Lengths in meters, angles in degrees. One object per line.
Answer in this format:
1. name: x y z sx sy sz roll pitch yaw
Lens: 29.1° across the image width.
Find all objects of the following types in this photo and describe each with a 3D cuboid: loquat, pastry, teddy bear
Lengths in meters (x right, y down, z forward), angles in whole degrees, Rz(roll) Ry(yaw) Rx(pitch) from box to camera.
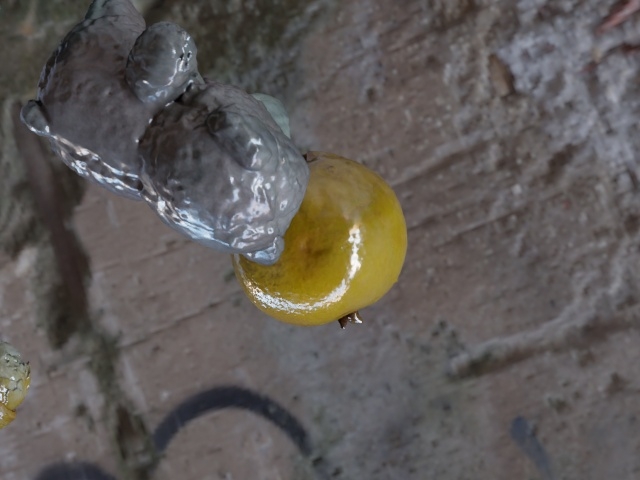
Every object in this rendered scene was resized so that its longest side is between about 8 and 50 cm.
1. loquat: 0.000 0.000 1.433 0.208 0.208 0.208 -19 167 -5
2. pastry: -0.436 0.185 1.540 0.153 0.153 0.081 -20 137 0
3. teddy bear: -0.128 -0.096 1.090 0.151 0.267 0.236 -55 157 -28
